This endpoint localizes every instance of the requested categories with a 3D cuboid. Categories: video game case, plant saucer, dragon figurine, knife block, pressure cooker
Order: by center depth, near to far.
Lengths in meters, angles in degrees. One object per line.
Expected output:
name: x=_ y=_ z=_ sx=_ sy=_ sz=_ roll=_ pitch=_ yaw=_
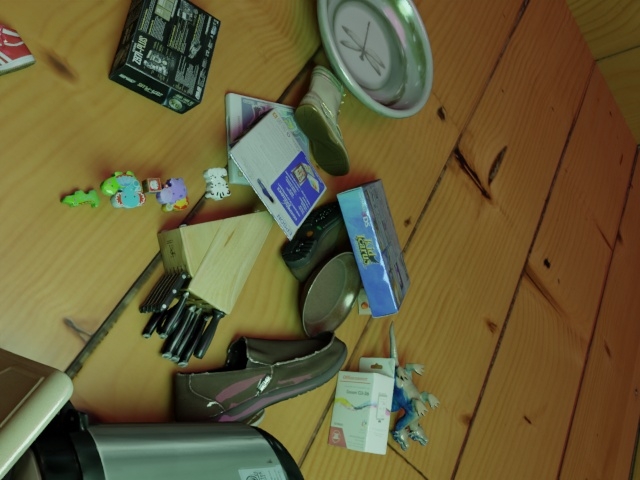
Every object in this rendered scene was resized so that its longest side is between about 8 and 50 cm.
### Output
pressure cooker: x=-0.259 y=0.410 z=0.723 sx=0.421 sy=0.370 sz=0.375 roll=12 pitch=91 yaw=-37
knife block: x=-0.191 y=0.085 z=1.033 sx=0.276 sy=0.088 sz=0.242 roll=-15 pitch=94 yaw=-42
video game case: x=-0.106 y=-0.201 z=1.196 sx=0.201 sy=0.023 sz=0.183 roll=2 pitch=82 yaw=-42
plant saucer: x=0.017 y=0.111 z=1.205 sx=0.199 sy=0.036 sz=0.198 roll=-31 pitch=133 yaw=-41
video game case: x=0.125 y=0.007 z=1.270 sx=0.244 sy=0.061 sz=0.269 roll=-34 pitch=108 yaw=-73
dragon figurine: x=0.179 y=0.344 z=1.322 sx=0.085 sy=0.144 sz=0.289 roll=-18 pitch=76 yaw=-40
plant saucer: x=0.116 y=-0.475 z=1.376 sx=0.401 sy=0.101 sz=0.400 roll=12 pitch=73 yaw=-42

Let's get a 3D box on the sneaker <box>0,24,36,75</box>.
sneaker: x=-0.493 y=-0.279 z=0.851 sx=0.118 sy=0.042 sz=0.067 roll=-41 pitch=115 yaw=-46

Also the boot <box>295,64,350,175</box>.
boot: x=0.021 y=-0.265 z=1.281 sx=0.213 sy=0.077 sz=0.165 roll=57 pitch=35 yaw=-42

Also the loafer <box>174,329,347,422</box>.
loafer: x=-0.103 y=0.232 z=1.050 sx=0.366 sy=0.134 sz=0.130 roll=-18 pitch=91 yaw=-38

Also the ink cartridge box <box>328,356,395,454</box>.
ink cartridge box: x=0.089 y=0.344 z=1.223 sx=0.067 sy=0.115 sz=0.198 roll=24 pitch=67 yaw=-37

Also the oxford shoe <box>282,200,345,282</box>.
oxford shoe: x=0.000 y=0.000 z=1.235 sx=0.227 sy=0.083 sz=0.096 roll=-51 pitch=134 yaw=-33

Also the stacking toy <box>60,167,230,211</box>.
stacking toy: x=-0.278 y=-0.074 z=0.927 sx=0.221 sy=0.167 sz=0.052 roll=-8 pitch=89 yaw=-43

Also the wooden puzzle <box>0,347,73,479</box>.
wooden puzzle: x=-0.436 y=0.237 z=0.700 sx=0.221 sy=0.239 sz=0.044 roll=-56 pitch=135 yaw=-32

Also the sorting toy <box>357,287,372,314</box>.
sorting toy: x=0.101 y=0.142 z=1.333 sx=0.083 sy=0.012 sz=0.062 roll=5 pitch=80 yaw=-41

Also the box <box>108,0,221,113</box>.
box: x=-0.276 y=-0.344 z=1.030 sx=0.147 sy=0.078 sz=0.180 roll=22 pitch=69 yaw=-38

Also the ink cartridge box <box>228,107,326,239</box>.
ink cartridge box: x=-0.088 y=-0.129 z=1.122 sx=0.206 sy=0.045 sz=0.208 roll=57 pitch=35 yaw=-20

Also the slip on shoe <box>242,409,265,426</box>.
slip on shoe: x=-0.157 y=0.351 z=1.055 sx=0.135 sy=0.051 sz=0.041 roll=-34 pitch=146 yaw=-48
